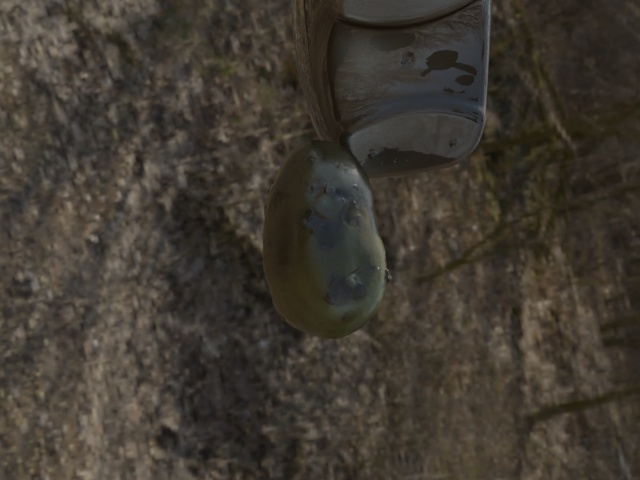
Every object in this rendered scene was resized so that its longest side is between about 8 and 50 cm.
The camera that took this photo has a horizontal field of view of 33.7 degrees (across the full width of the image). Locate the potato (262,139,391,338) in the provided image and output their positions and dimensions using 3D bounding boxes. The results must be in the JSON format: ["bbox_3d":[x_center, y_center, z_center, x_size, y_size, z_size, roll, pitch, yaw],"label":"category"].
[{"bbox_3d":[0.000,0.000,1.384,0.165,0.165,0.262,-16,96,-72],"label":"potato"}]

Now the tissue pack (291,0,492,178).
[{"bbox_3d":[0.094,-0.305,1.493,0.277,0.267,0.387,-114,-165,-51],"label":"tissue pack"}]
